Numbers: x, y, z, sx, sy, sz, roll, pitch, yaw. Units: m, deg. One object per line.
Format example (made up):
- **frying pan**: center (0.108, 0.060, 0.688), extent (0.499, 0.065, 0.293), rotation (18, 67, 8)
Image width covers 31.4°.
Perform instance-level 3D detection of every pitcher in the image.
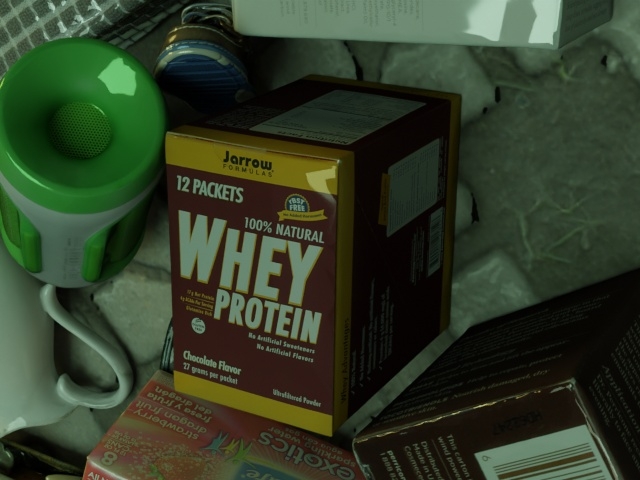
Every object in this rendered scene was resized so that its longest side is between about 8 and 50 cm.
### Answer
- **pitcher**: center (-0.280, 0.079, 1.064), extent (0.177, 0.125, 0.207), rotation (-12, 113, 12)

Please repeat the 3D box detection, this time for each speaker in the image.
- **speaker**: center (-0.185, -0.046, 0.862), extent (0.131, 0.131, 0.296), rotation (53, 162, 3)

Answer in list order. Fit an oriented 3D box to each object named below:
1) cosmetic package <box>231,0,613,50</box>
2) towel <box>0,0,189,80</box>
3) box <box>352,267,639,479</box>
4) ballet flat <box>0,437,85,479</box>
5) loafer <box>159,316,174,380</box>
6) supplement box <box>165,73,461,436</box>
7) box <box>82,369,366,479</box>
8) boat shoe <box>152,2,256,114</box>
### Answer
- **cosmetic package**: center (0.067, -0.178, 0.755), extent (0.231, 0.117, 0.085), rotation (10, 113, 29)
- **towel**: center (-0.205, -0.262, 0.879), extent (0.283, 0.121, 0.235), rotation (-26, 95, 34)
- **box**: center (0.162, 0.145, 0.765), extent (0.167, 0.203, 0.168), rotation (-24, 95, 35)
- **ballet flat**: center (-0.276, 0.258, 1.107), extent (0.348, 0.123, 0.123), rotation (12, 114, 29)
- **loafer**: center (-0.104, 0.137, 1.012), extent (0.061, 0.062, 0.170), rotation (4, 117, 14)
- **supplement box**: center (0.000, 0.000, 0.811), extent (0.129, 0.194, 0.191), rotation (12, 113, 27)
- **box**: center (-0.042, 0.251, 0.928), extent (0.300, 0.142, 0.154), rotation (23, 118, 7)
- **boat shoe**: center (-0.083, -0.136, 0.827), extent (0.066, 0.183, 0.066), rotation (0, 86, 0)
